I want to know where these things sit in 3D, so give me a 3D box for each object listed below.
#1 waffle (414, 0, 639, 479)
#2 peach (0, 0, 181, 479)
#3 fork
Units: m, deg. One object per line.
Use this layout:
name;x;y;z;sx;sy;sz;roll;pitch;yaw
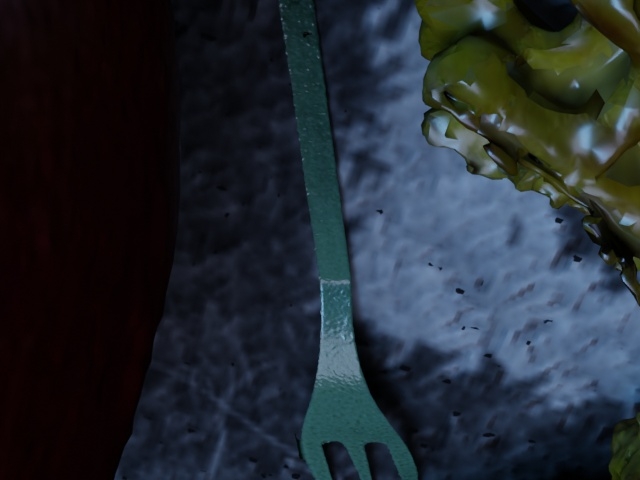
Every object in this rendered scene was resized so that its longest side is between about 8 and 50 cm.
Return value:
waffle;0.145;0.040;0.536;0.260;0.069;0.293;2;128;6
peach;-0.219;0.005;0.375;0.339;0.416;0.353;2;128;18
fork;0.000;0.001;0.570;0.039;0.021;0.235;-3;126;10
